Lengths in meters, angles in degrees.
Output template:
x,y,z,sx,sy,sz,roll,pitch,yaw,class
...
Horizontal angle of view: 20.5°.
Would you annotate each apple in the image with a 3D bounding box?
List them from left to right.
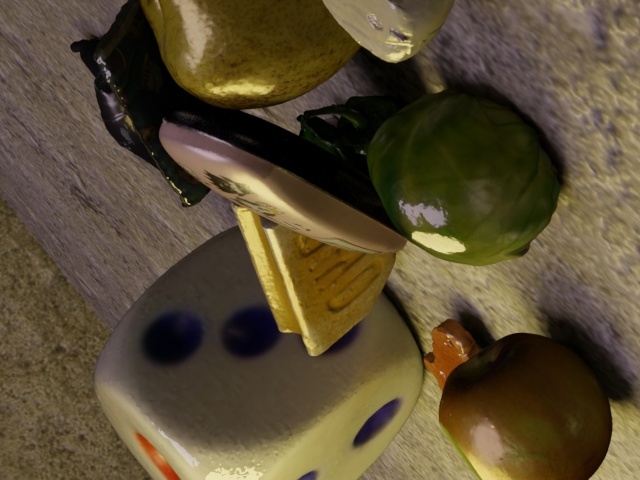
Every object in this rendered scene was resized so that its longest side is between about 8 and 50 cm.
x,y,z,sx,sy,sz,roll,pitch,yaw,class
0.188,0.158,1.634,0.147,0.146,0.163,50,-179,-28,apple

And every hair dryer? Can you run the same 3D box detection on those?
x,y,z,sx,sy,sz,roll,pitch,yaw,class
-0.238,-0.184,2.209,0.271,0.091,0.235,53,180,42,hair dryer

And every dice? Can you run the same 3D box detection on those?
x,y,z,sx,sy,sz,roll,pitch,yaw,class
-0.072,0.169,2.072,0.277,0.304,0.304,42,162,23,dice

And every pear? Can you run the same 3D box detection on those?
x,y,z,sx,sy,sz,roll,pitch,yaw,class
-0.049,-0.205,1.419,0.197,0.197,0.197,45,163,18,pear

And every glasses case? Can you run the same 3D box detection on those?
x,y,z,sx,sy,sz,roll,pitch,yaw,class
-0.024,-0.050,1.544,0.122,0.075,0.314,24,179,32,glasses case

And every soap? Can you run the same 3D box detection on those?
x,y,z,sx,sy,sz,roll,pitch,yaw,class
0.000,0.000,1.797,0.073,0.140,0.232,40,161,33,soap

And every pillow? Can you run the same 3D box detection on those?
x,y,z,sx,sy,sz,roll,pitch,yaw,class
-0.110,-0.174,1.561,0.034,0.255,0.189,0,138,26,pillow

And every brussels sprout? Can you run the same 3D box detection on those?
x,y,z,sx,sy,sz,roll,pitch,yaw,class
0.110,-0.042,1.441,0.149,0.122,0.151,59,161,-18,brussels sprout

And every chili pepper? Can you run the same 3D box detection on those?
x,y,z,sx,sy,sz,roll,pitch,yaw,class
0.040,-0.095,1.576,0.122,0.065,0.279,13,174,-3,chili pepper

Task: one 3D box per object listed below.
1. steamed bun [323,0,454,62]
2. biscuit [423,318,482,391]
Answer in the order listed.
x,y,z,sx,sy,sz,roll,pitch,yaw,class
0.049,-0.202,1.302,0.130,0.091,0.112,48,157,10,steamed bun
0.183,0.178,1.883,0.183,0.043,0.280,39,165,46,biscuit
